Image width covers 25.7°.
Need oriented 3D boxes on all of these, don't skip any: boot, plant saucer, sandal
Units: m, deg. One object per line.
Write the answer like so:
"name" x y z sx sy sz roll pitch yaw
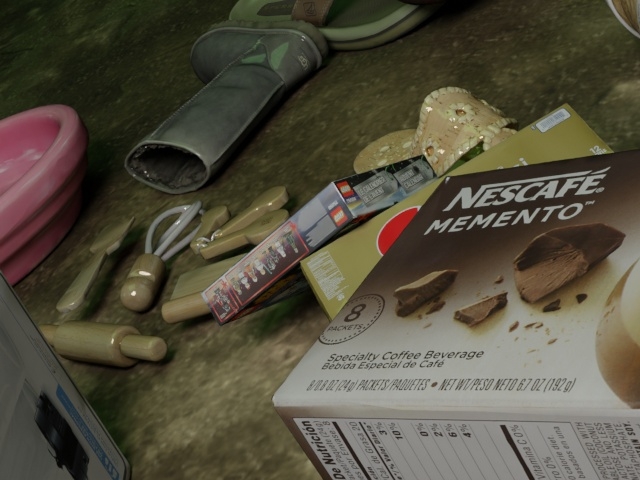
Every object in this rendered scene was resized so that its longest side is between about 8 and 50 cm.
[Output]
"boot" -0.107 -0.122 1.302 0.189 0.076 0.208 -6 40 49
"plant saucer" -0.353 -0.004 1.331 0.332 0.084 0.332 -27 23 12
"sandal" 0.018 -0.243 1.345 0.302 0.086 0.120 -2 37 38
"sandal" 0.080 -0.062 0.923 0.088 0.079 0.240 -38 24 -18

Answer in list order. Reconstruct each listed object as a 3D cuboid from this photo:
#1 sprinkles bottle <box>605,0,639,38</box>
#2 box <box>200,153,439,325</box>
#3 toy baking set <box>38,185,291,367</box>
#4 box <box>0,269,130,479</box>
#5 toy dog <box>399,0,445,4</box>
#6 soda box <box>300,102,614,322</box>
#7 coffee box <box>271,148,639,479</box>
"sprinkles bottle" 0.247 -0.125 0.796 0.121 0.121 0.355 -27 24 10
"box" 0.000 0.000 0.862 0.137 0.027 0.094 -39 -12 38
"toy baking set" -0.121 0.028 1.059 0.256 0.030 0.197 -3 32 47
"box" -0.181 0.153 0.701 0.087 0.169 0.290 -24 22 9
"toy dog" 0.197 -0.353 1.161 0.407 0.284 0.396 -20 61 5
"soda box" 0.084 0.001 0.798 0.181 0.061 0.058 -31 41 1
"coffee box" 0.149 0.051 0.560 0.297 0.119 0.168 -6 35 45
